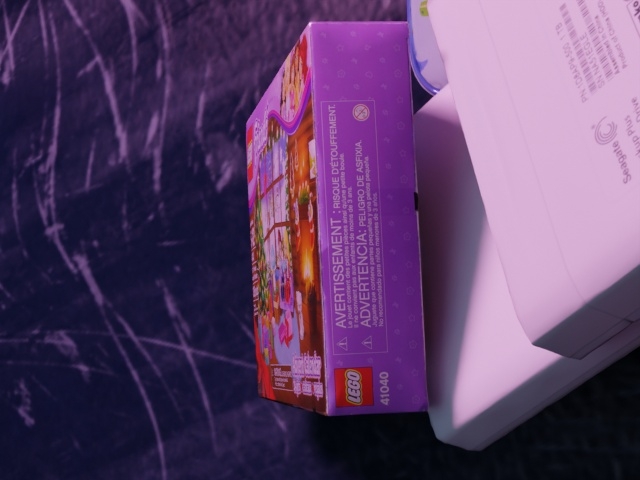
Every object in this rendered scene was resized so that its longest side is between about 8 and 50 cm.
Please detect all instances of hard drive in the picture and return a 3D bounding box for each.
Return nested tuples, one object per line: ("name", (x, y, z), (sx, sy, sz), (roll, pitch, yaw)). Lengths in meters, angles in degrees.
("hard drive", (0.194, -0.138, 0.546), (0.353, 0.047, 0.233), (-43, 41, 35))
("hard drive", (0.152, -0.056, 0.640), (0.307, 0.040, 0.203), (-42, 42, 36))

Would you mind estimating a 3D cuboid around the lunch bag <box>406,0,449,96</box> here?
("lunch bag", (0.154, -0.163, 0.758), (0.219, 0.090, 0.176), (-3, 90, 39))

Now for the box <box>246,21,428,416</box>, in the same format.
("box", (0.000, 0.000, 0.792), (0.293, 0.057, 0.201), (150, 118, -79))
